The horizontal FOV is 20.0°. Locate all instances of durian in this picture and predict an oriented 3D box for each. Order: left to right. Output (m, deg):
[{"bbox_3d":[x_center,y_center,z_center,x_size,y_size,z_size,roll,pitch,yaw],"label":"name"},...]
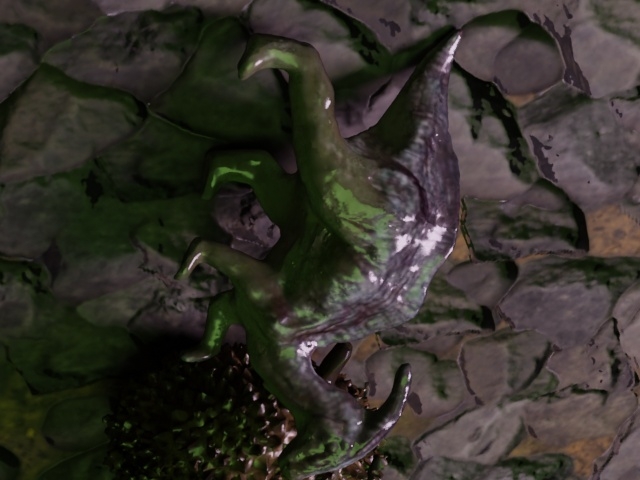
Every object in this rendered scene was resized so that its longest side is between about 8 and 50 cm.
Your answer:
[{"bbox_3d":[-0.045,0.140,1.240,0.196,0.167,0.196,-31,148,-22],"label":"durian"}]

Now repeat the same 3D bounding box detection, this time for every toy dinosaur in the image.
[{"bbox_3d":[-0.001,0.000,1.129,0.162,0.077,0.294,16,104,-7],"label":"toy dinosaur"}]
